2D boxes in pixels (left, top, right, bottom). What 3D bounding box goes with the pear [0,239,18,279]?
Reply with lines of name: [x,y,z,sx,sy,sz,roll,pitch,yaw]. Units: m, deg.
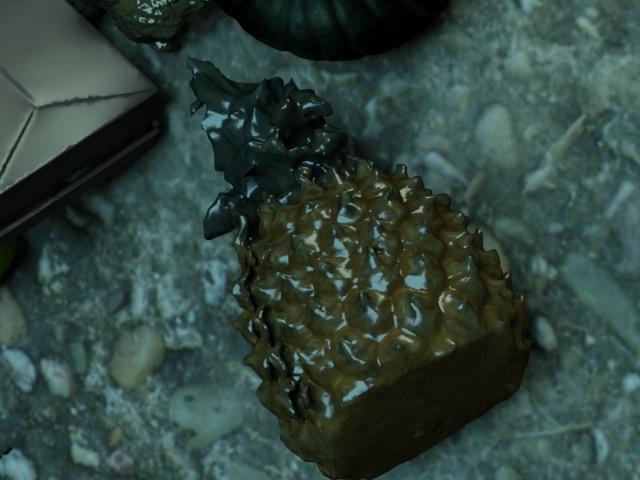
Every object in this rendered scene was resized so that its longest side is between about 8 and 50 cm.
pear: [-0.455,-0.036,1.665,0.176,0.282,0.286,-43,73,21]

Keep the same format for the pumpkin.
pumpkin: [0.003,-0.265,1.518,0.249,0.216,0.250,3,109,8]

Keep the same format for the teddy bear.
teddy bear: [-0.190,-0.281,1.655,0.251,0.182,0.129,46,65,5]

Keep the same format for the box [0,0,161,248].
box: [-0.278,-0.124,1.622,0.215,0.215,0.086,44,146,13]

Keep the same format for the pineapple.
pineapple: [0.001,0.000,1.513,0.223,0.223,0.357,-41,63,16]
